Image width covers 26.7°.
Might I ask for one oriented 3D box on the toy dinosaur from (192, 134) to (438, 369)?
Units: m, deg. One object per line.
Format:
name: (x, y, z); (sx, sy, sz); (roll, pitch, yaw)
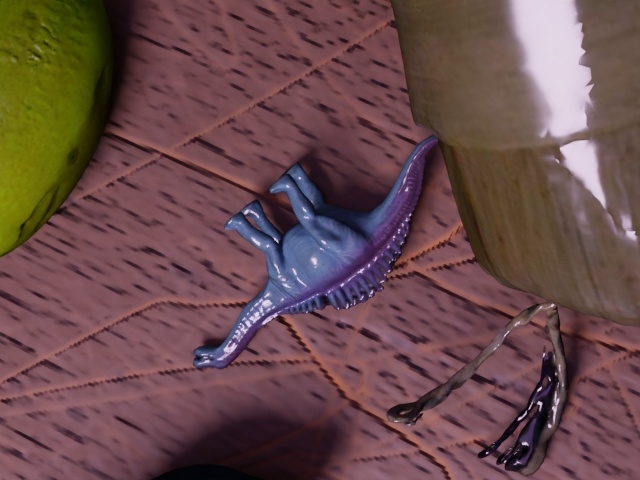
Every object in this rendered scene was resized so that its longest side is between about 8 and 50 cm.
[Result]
toy dinosaur: (0.000, 0.000, 0.705); (0.197, 0.045, 0.080); (-38, 92, 14)

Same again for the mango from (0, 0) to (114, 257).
mango: (-0.176, -0.073, 0.720); (0.119, 0.100, 0.178); (24, 84, 15)

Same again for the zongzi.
zongzi: (0.193, -0.131, 0.639); (0.418, 0.181, 0.447); (-26, 112, -28)

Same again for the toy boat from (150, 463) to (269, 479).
toy boat: (-0.116, 0.221, 0.677); (0.296, 0.114, 0.122); (-41, 73, 8)
